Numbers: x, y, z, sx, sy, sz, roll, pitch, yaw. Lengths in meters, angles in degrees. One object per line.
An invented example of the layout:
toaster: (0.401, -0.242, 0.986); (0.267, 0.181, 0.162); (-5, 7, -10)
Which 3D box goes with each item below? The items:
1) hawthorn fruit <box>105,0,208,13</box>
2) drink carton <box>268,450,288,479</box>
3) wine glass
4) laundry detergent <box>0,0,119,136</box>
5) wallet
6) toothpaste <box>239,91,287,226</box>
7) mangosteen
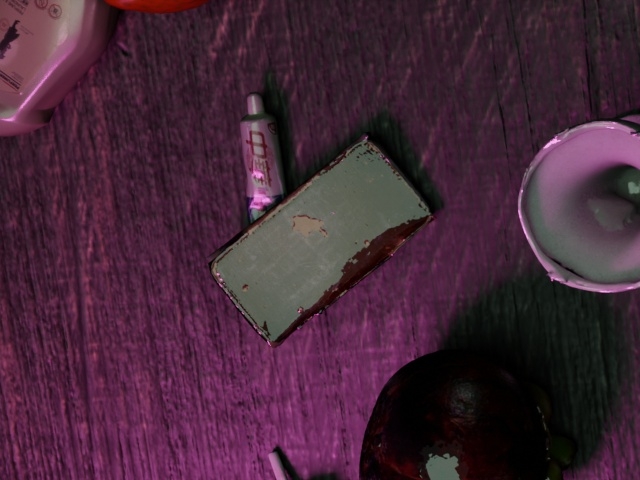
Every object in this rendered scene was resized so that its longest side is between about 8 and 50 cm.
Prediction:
hawthorn fruit: (-0.162, -0.316, 1.903); (0.189, 0.189, 0.189); (4, 102, 20)
drink carton: (-0.020, 0.327, 2.025); (0.084, 0.074, 0.200); (-25, 92, 23)
wine glass: (0.288, -0.043, 1.771); (0.165, 0.196, 0.164); (3, 100, 21)
laundry detergent: (-0.336, -0.211, 2.030); (0.181, 0.091, 0.253); (39, 111, 11)
wallet: (0.000, 0.000, 1.959); (0.232, 0.031, 0.122); (-38, 94, 13)
toothpaste: (-0.056, -0.043, 1.987); (0.060, 0.038, 0.233); (-4, 102, 14)
mangosteen: (0.145, 0.224, 1.879); (0.216, 0.216, 0.216); (4, 102, 20)
